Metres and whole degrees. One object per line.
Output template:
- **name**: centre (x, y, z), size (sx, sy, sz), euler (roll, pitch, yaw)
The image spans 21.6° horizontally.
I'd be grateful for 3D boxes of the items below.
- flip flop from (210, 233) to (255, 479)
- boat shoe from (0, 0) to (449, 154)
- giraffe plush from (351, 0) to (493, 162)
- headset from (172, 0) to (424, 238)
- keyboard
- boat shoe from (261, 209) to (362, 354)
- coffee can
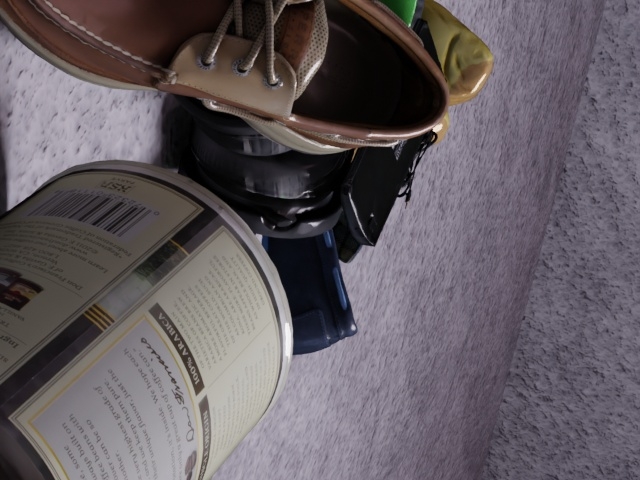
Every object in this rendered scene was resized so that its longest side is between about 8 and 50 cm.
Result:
- **flip flop**: centre (-0.080, 0.107, 1.438), size (0.112, 0.080, 0.277), euler (-39, 142, -63)
- **boat shoe**: centre (-0.046, -0.130, 0.984), size (0.324, 0.116, 0.123), euler (14, 88, -44)
- **giraffe plush**: centre (0.050, -0.177, 1.458), size (0.170, 0.181, 0.210), euler (-30, 104, -83)
- **headset**: centre (-0.021, -0.079, 1.209), size (0.394, 0.185, 0.243), euler (-49, 157, -28)
- **keyboard**: centre (0.048, -0.076, 1.283), size (0.192, 0.038, 0.100), euler (-64, 147, -36)
- **boat shoe**: centre (0.000, 0.000, 1.431), size (0.109, 0.089, 0.258), euler (75, 12, -50)
- **coffee can**: centre (-0.158, 0.096, 0.916), size (0.275, 0.202, 0.201), euler (-45, 152, -57)
